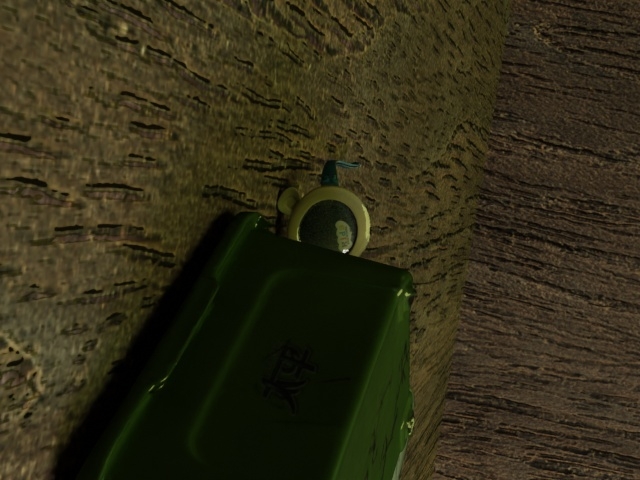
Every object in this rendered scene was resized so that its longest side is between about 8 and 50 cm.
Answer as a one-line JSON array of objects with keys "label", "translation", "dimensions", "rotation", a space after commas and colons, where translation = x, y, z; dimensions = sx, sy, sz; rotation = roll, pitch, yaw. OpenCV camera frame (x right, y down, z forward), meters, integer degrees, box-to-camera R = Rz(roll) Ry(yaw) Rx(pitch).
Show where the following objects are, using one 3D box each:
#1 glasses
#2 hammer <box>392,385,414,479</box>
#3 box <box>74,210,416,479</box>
[{"label": "glasses", "translation": [0.030, 0.004, 0.983], "dimensions": [0.220, 0.088, 0.190], "rotation": [-49, 145, -61]}, {"label": "hammer", "translation": [0.024, 0.221, 1.105], "dimensions": [0.305, 0.113, 0.202], "rotation": [53, 46, -57]}, {"label": "box", "translation": [-0.034, 0.167, 0.712], "dimensions": [0.329, 0.177, 0.253], "rotation": [-63, 158, -44]}]
